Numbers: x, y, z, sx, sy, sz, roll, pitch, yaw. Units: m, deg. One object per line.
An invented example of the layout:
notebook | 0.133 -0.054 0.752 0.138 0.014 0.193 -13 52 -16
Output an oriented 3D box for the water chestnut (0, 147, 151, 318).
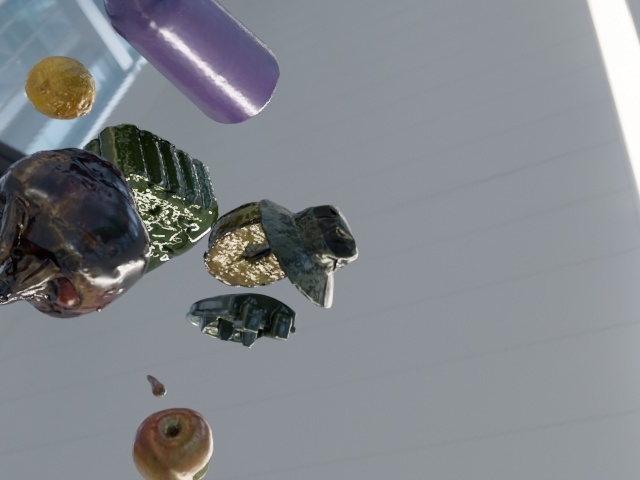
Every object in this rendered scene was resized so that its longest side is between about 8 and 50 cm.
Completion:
water chestnut | -0.410 -0.005 1.265 0.244 0.289 0.289 -7 -157 -25

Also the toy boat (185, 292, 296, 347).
toy boat | -0.173 0.155 1.522 0.319 0.141 0.092 -11 -116 58

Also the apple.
apple | -0.329 0.475 1.771 0.199 0.199 0.199 -22 -147 15

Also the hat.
hat | 0.000 0.000 1.530 0.128 0.265 0.265 -28 -148 11

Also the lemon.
lemon | -0.570 -0.336 1.756 0.142 0.142 0.187 -22 174 15

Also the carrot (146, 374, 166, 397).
carrot | -0.410 0.363 1.971 0.035 0.035 0.142 -40 -159 -14

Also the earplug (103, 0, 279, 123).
earplug | -0.269 -0.415 1.620 0.215 0.456 0.215 -5 -105 20

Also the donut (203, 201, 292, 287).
donut | -0.160 0.003 1.992 0.272 0.272 0.107 -22 -129 15

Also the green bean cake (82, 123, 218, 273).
green bean cake | -0.431 -0.071 1.781 0.319 0.335 0.218 -36 -123 26
